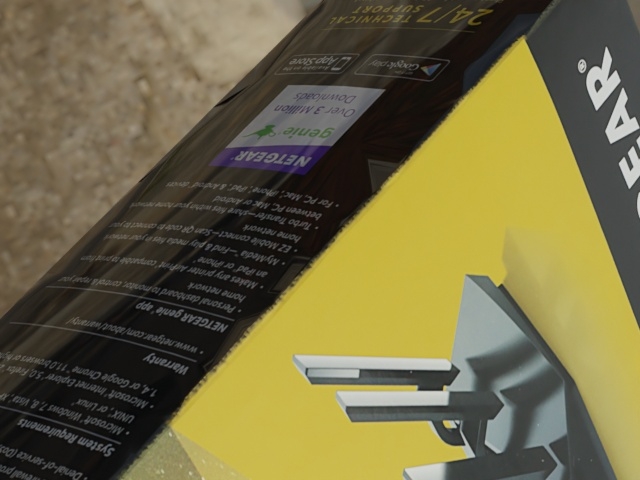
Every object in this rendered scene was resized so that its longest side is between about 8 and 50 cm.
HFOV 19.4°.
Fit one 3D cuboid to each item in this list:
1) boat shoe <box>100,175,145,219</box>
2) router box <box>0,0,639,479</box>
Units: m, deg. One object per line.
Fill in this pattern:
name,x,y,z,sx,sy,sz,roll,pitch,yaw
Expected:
boat shoe,0.000,0.000,0.769,0.114,0.302,0.091,62,30,-8
router box,0.030,0.119,0.473,0.243,0.081,0.309,-48,126,-29
